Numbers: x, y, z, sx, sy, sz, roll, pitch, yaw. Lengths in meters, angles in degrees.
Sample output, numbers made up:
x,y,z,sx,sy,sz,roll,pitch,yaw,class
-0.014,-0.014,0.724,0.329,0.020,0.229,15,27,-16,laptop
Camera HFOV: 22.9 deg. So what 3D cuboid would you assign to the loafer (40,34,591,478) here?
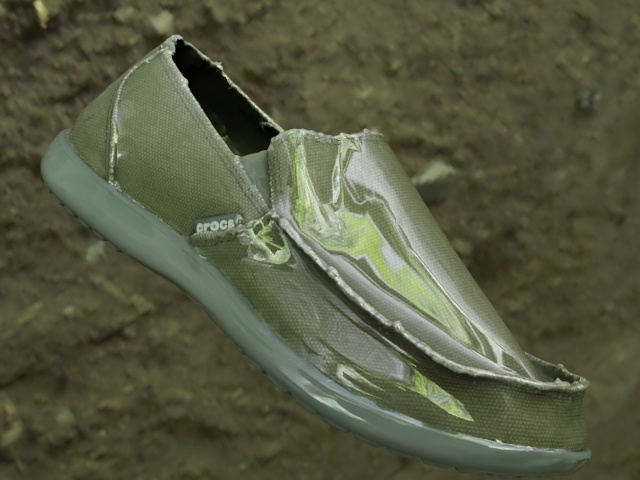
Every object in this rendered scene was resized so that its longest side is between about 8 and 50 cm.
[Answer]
x,y,z,sx,sy,sz,roll,pitch,yaw,class
0.000,0.000,0.585,0.087,0.251,0.094,-61,155,10,loafer
